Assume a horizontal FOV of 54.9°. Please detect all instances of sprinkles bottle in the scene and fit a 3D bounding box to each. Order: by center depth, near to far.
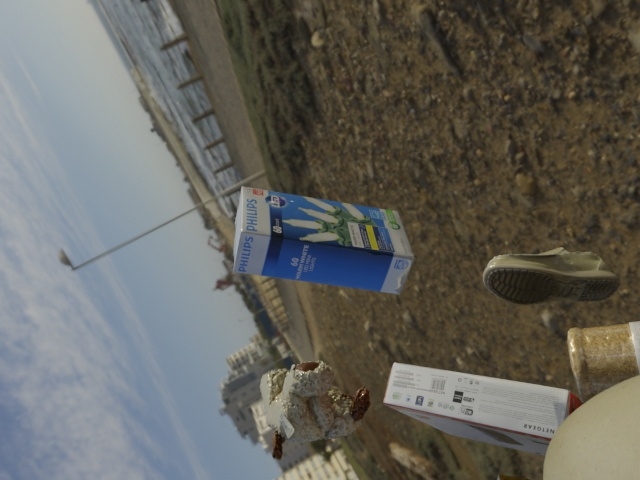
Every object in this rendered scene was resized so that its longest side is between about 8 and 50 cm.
[{"bbox_3d":[0.558,0.167,0.904,0.121,0.355,0.121,-11,-90,-67],"label":"sprinkles bottle"}]

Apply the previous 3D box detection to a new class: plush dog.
[{"bbox_3d":[-0.004,0.400,1.426,0.262,0.225,0.211,-34,50,56],"label":"plush dog"}]

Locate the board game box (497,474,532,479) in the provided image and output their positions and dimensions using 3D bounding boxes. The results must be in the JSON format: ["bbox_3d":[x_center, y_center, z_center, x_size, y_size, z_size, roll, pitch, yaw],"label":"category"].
[{"bbox_3d":[0.323,0.592,1.011,0.242,0.064,0.317,-39,-45,-82],"label":"board game box"}]

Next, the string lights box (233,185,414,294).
[{"bbox_3d":[0.000,0.000,0.949,0.133,0.259,0.077,-100,23,-55],"label":"string lights box"}]

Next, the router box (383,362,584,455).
[{"bbox_3d":[0.340,0.330,1.157,0.335,0.082,0.301,0,155,40],"label":"router box"}]

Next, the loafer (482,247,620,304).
[{"bbox_3d":[0.446,0.066,1.216,0.092,0.268,0.102,-92,10,-48],"label":"loafer"}]

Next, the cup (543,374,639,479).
[{"bbox_3d":[0.380,0.279,0.654,0.331,0.331,0.237,62,161,-3],"label":"cup"}]
